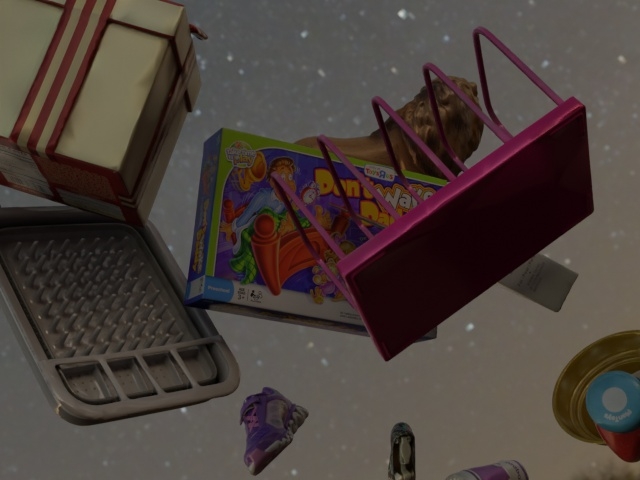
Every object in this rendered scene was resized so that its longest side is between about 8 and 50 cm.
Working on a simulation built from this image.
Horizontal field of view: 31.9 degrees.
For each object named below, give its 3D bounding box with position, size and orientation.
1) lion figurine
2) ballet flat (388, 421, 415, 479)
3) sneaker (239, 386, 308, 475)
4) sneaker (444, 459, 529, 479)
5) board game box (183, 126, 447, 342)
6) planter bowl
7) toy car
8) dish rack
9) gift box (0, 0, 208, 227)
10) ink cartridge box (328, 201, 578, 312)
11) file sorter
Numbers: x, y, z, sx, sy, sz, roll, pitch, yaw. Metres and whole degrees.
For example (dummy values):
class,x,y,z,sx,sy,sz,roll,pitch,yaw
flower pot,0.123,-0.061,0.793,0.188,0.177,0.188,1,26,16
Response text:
class,x,y,z,sx,sy,sz,roll,pitch,yaw
lion figurine,0.069,-0.115,1.755,0.392,0.240,0.142,-10,17,1
ballet flat,0.115,0.313,1.564,0.041,0.041,0.114,-14,-74,-45
sneaker,-0.099,0.317,1.913,0.095,0.104,0.236,-43,1,15
sneaker,0.231,0.439,1.744,0.161,0.102,0.282,-11,-32,-37
board game box,0.000,0.000,1.540,0.347,0.233,0.078,11,-15,-23
planter bowl,0.475,0.248,1.722,0.217,0.217,0.090,-39,-59,-2
toy car,0.461,0.255,1.342,0.210,0.238,0.219,-28,-22,18
dish rack,-0.284,0.098,1.447,0.285,0.333,0.072,-4,-37,-46
gift box,-0.301,-0.189,1.414,0.276,0.255,0.258,110,179,-75
ink cartridge box,0.158,-0.005,1.418,0.060,0.239,0.275,-63,18,0
file sorter,0.118,-0.057,1.204,0.290,0.182,0.202,-35,-33,-6
